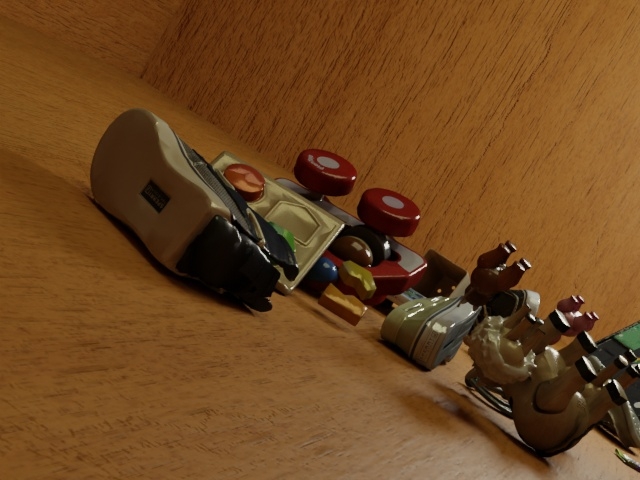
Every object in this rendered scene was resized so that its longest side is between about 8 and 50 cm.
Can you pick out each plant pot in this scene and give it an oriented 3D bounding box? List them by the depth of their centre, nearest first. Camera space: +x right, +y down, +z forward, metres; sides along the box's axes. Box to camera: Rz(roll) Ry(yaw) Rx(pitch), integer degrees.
[{"bbox_3d":[0.253,0.100,2.425,0.109,0.109,0.096,35,-6,33],"label":"plant pot"}]

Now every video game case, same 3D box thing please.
[{"bbox_3d":[0.097,0.067,2.007,0.183,0.023,0.201,32,4,10],"label":"video game case"}]

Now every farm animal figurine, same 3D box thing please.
[{"bbox_3d":[0.298,0.181,1.562,0.330,0.172,0.327,41,19,-15],"label":"farm animal figurine"}]

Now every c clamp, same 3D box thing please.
[{"bbox_3d":[0.264,0.230,1.699,0.137,0.022,0.160,43,12,37],"label":"c clamp"}]

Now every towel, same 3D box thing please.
[{"bbox_3d":[0.525,0.371,1.887,0.083,0.009,0.060,31,6,-7],"label":"towel"}]

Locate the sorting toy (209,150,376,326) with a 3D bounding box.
[{"bbox_3d":[-0.049,-0.011,1.598,0.307,0.041,0.229,31,34,6],"label":"sorting toy"}]

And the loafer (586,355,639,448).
[{"bbox_3d":[0.527,0.313,2.140,0.094,0.087,0.251,57,6,-24],"label":"loafer"}]

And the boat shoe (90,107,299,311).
[{"bbox_3d":[-0.152,-0.032,1.353,0.158,0.127,0.340,35,10,-38],"label":"boat shoe"}]

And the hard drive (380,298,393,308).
[{"bbox_3d":[0.086,0.082,2.053,0.094,0.022,0.135,31,5,-2],"label":"hard drive"}]

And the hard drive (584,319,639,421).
[{"bbox_3d":[0.673,0.257,2.310,0.237,0.339,0.064,39,-33,52],"label":"hard drive"}]

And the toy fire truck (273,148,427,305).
[{"bbox_3d":[0.000,0.000,1.769,0.302,0.169,0.254,33,30,19],"label":"toy fire truck"}]

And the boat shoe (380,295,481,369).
[{"bbox_3d":[0.169,0.121,1.719,0.094,0.109,0.302,30,8,14],"label":"boat shoe"}]

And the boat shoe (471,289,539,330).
[{"bbox_3d":[0.357,0.142,2.381,0.105,0.113,0.306,22,-5,-8],"label":"boat shoe"}]
